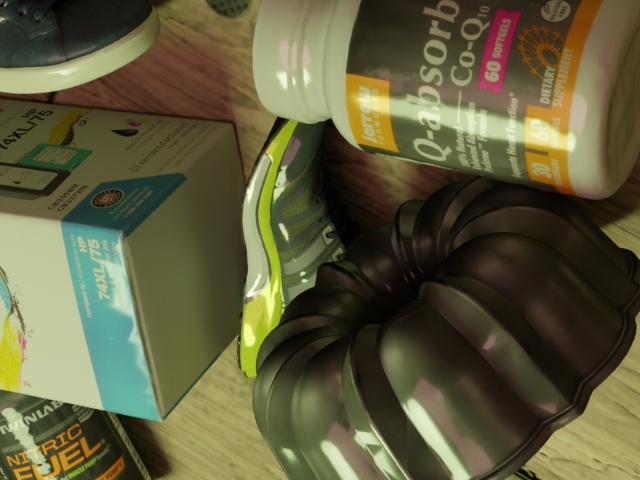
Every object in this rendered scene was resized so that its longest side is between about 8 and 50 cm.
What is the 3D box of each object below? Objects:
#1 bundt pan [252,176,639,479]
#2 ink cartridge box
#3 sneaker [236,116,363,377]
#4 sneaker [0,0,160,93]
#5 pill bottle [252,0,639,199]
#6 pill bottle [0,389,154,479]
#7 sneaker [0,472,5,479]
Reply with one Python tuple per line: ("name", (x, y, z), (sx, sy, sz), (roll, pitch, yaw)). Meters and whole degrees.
("bundt pan", (0.078, 0.069, 1.357), (0.331, 0.331, 0.124), (-24, 114, 39))
("ink cartridge box", (-0.224, 0.010, 1.591), (0.270, 0.198, 0.197), (8, 124, 26))
("sneaker", (0.000, 0.000, 1.531), (0.121, 0.111, 0.300), (10, 129, 9))
("sneaker", (-0.301, -0.227, 1.522), (0.350, 0.131, 0.148), (9, 129, 26))
("pill bottle", (0.101, -0.132, 1.328), (0.278, 0.162, 0.162), (12, 126, 23))
("pill bottle", (-0.273, 0.186, 1.783), (0.130, 0.130, 0.246), (-13, 113, 36))
("sneaker", (-0.368, 0.221, 1.906), (0.071, 0.066, 0.188), (-22, 106, 42))
